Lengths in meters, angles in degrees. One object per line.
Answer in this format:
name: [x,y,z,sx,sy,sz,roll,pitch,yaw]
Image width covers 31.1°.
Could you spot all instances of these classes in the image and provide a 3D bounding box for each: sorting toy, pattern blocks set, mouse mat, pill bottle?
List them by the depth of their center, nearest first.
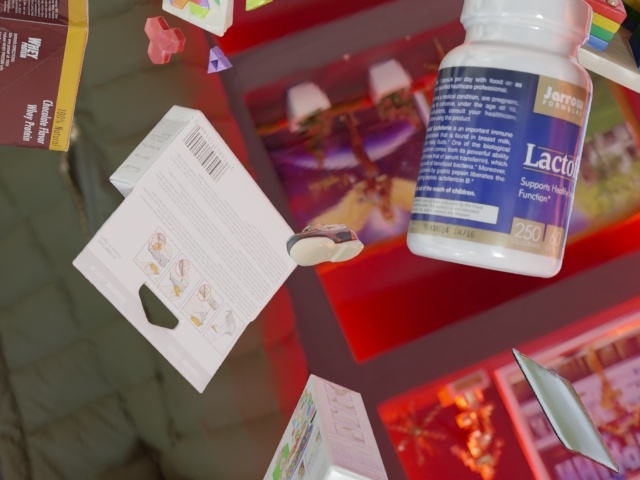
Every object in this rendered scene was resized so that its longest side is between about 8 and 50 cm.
pill bottle: [0.179,-0.104,1.118,0.153,0.264,0.153,10,180,0]
mouse mat: [0.318,0.222,1.489,0.007,0.152,0.190,-39,141,19]
sorting toy: [0.405,-0.326,1.621,0.257,0.255,0.089,22,124,-11]
pattern blocks set: [-0.192,-0.426,1.818,0.285,0.324,0.026,13,-155,35]

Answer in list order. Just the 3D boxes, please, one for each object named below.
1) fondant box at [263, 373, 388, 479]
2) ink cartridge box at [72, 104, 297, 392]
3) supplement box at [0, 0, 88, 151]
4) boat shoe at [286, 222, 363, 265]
fondant box: [-0.006,0.375,1.711,0.330,0.096,0.238,-112,-136,-73]
ink cartridge box: [-0.178,0.014,1.536,0.261,0.066,0.296,-53,131,-19]
supplement box: [-0.360,-0.213,1.244,0.194,0.129,0.191,4,141,-17]
boat shoe: [0.000,0.000,1.400,0.049,0.043,0.137,-46,156,27]
